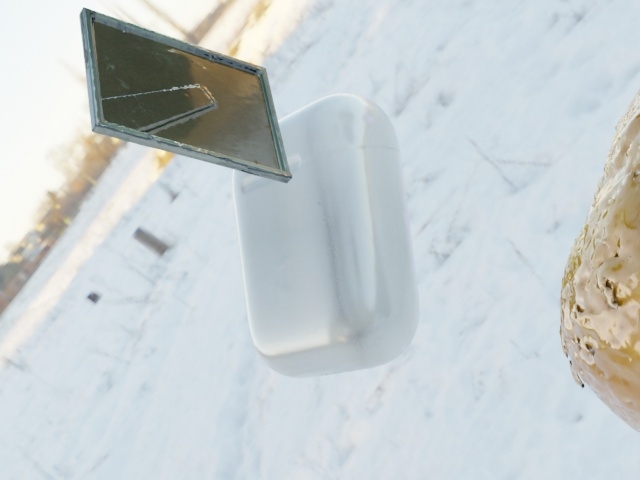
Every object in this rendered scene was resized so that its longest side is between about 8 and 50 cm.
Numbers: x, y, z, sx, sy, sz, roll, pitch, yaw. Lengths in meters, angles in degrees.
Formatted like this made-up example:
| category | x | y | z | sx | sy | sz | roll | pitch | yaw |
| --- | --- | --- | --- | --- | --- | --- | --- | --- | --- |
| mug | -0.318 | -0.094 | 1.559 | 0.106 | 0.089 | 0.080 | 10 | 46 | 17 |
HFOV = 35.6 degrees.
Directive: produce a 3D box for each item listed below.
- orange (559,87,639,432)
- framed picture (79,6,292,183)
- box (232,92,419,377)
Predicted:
| category | x | y | z | sx | sy | sz | roll | pitch | yaw |
| --- | --- | --- | --- | --- | --- | --- | --- | --- | --- |
| orange | 0.344 | 0.010 | 0.741 | 0.340 | 0.293 | 0.340 | 21 | -90 | -77 |
| framed picture | -0.091 | -0.098 | 0.683 | 0.011 | 0.149 | 0.109 | -46 | 44 | 37 |
| box | 0.001 | 0.000 | 1.302 | 0.289 | 0.141 | 0.349 | -19 | 75 | 54 |
